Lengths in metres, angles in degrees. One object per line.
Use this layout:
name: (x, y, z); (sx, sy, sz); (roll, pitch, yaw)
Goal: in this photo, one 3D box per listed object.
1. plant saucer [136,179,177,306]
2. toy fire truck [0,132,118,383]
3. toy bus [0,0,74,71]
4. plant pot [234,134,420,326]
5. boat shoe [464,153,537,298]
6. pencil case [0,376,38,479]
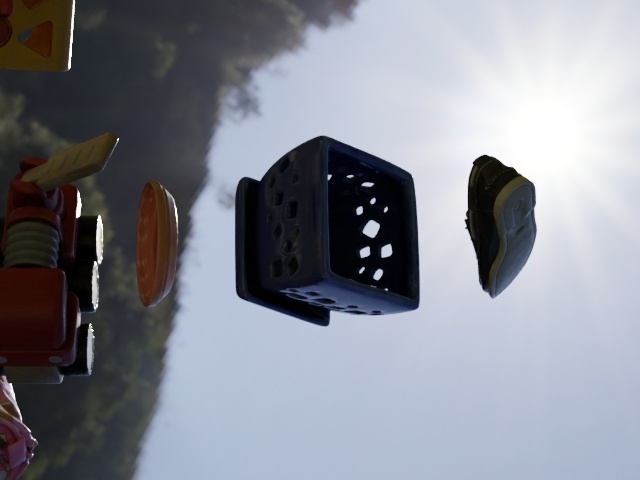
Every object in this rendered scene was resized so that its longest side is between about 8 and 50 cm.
plant saucer: (-0.257, 0.005, 2.760); (0.200, 0.037, 0.200); (-178, -90, -75)
toy fire truck: (-0.282, 0.005, 1.824); (0.246, 0.158, 0.217); (89, 1, -56)
toy bus: (-0.275, -0.257, 1.665); (0.202, 0.104, 0.191); (125, -38, -56)
plant pot: (0.000, 0.000, 2.686); (0.212, 0.236, 0.236); (-19, -116, 37)
boat shoe: (0.221, -0.016, 2.202); (0.079, 0.233, 0.084); (37, -117, 28)
pencil case: (-0.492, 0.206, 2.367); (0.160, 0.167, 0.386); (-43, -151, 4)
